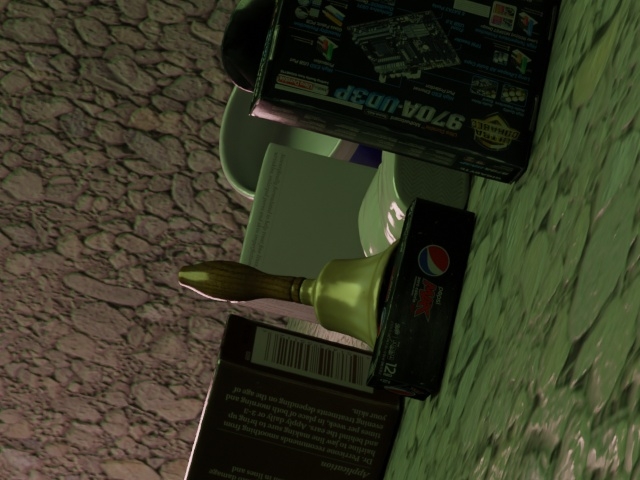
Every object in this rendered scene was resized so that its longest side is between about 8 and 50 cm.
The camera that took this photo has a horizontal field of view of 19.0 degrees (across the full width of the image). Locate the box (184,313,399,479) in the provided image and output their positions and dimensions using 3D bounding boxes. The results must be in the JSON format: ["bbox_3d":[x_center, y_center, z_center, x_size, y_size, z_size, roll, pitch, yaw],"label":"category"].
[{"bbox_3d":[-0.054,0.286,1.973,0.143,0.191,0.381,-83,9,-72],"label":"box"}]

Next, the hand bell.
[{"bbox_3d":[-0.027,0.048,1.816,0.126,0.242,0.126,-20,-68,-62],"label":"hand bell"}]

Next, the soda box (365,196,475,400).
[{"bbox_3d":[0.088,0.052,1.693,0.053,0.060,0.169,121,164,-74],"label":"soda box"}]

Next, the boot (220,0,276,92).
[{"bbox_3d":[0.026,-0.277,1.971,0.367,0.146,0.445,-48,9,44],"label":"boot"}]

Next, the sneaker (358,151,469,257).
[{"bbox_3d":[0.092,-0.107,1.897,0.169,0.108,0.293,116,167,-58],"label":"sneaker"}]

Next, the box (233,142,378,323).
[{"bbox_3d":[0.000,0.000,2.302,0.119,0.181,0.181,114,170,-73],"label":"box"}]

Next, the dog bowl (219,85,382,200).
[{"bbox_3d":[-0.012,-0.160,2.638,0.265,0.104,0.265,-22,55,36],"label":"dog bowl"}]

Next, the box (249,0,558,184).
[{"bbox_3d":[0.070,-0.157,1.518,0.051,0.220,0.175,124,159,-73],"label":"box"}]
